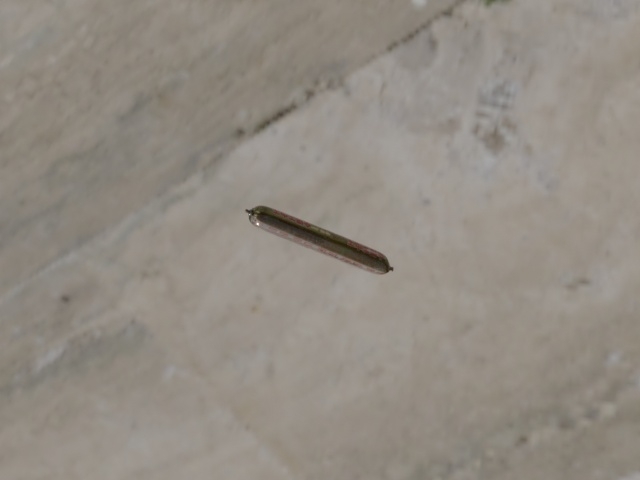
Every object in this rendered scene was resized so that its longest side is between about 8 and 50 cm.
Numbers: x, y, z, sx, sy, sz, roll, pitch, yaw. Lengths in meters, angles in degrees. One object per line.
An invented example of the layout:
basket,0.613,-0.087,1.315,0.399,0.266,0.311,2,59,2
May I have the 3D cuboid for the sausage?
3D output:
sausage,0.000,0.000,1.116,0.100,0.015,0.015,22,127,-25
